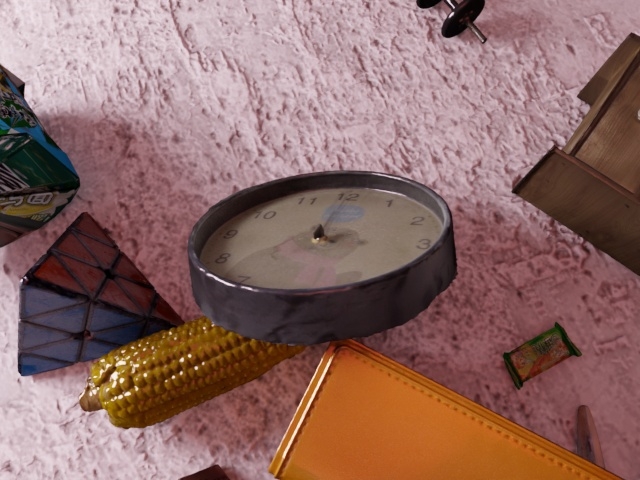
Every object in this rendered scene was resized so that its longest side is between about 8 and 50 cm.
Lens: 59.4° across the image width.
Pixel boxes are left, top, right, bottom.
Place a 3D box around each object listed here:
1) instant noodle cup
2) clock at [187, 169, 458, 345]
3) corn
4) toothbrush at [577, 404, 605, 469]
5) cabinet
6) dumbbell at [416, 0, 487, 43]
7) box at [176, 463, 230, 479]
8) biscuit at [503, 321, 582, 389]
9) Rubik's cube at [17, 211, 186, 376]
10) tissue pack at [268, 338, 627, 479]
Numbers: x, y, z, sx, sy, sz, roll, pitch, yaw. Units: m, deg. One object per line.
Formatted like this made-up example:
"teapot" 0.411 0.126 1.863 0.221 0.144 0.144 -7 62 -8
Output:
"instant noodle cup" -0.422 -0.108 0.634 0.240 0.240 0.178 -29 74 -5
"clock" 0.000 0.000 0.581 0.280 0.281 0.056 -8 118 0
"corn" -0.138 0.135 0.628 0.261 0.097 0.097 -19 76 -7
"toothbrush" 0.289 0.349 0.545 0.037 0.028 0.376 9 59 -12
"cabinet" 0.372 -0.085 0.636 0.215 0.148 0.175 36 80 11
"dumbbell" 0.171 -0.315 0.740 0.069 0.069 0.147 -34 77 -6
"box" -0.107 0.289 0.558 0.060 0.156 0.111 -42 76 -7
"biscuit" 0.256 0.133 0.654 0.089 0.016 0.046 -27 77 -5
"Rubik's cube" -0.276 0.112 0.658 0.190 0.211 0.178 38 103 -14
"tissue pack" 0.107 0.216 0.552 0.274 0.194 0.145 27 83 9
